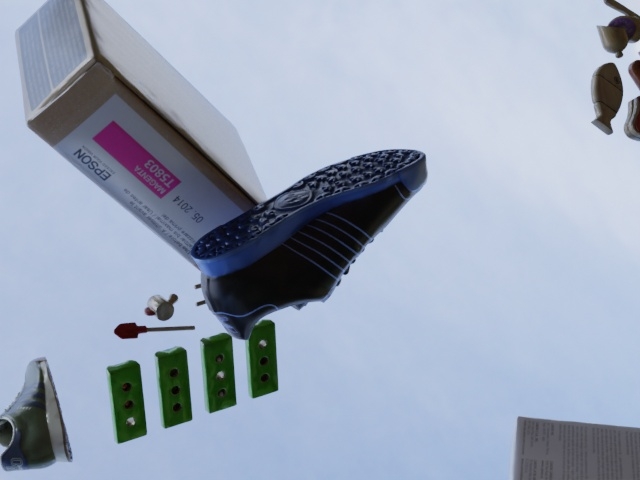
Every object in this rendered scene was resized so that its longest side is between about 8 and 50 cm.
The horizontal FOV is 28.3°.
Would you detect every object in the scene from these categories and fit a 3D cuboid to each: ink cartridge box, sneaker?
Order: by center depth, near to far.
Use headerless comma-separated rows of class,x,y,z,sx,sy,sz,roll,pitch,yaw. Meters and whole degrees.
ink cartridge box,0.257,0.214,0.985,0.225,0.056,0.181,6,-153,9
sneaker,0.000,0.000,1.097,0.232,0.081,0.090,-27,-63,-19
ink cartridge box,-0.159,-0.101,1.142,0.235,0.088,0.193,44,-167,-33
sneaker,-0.352,0.207,1.508,0.192,0.086,0.064,-124,22,-56

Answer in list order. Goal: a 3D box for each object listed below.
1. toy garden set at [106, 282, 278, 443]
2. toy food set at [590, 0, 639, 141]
toy garden set,-0.178,0.140,1.706,0.244,0.203,0.049,-15,-154,-28
toy food set,0.232,-0.123,0.928,0.078,0.019,0.122,24,-122,-27
